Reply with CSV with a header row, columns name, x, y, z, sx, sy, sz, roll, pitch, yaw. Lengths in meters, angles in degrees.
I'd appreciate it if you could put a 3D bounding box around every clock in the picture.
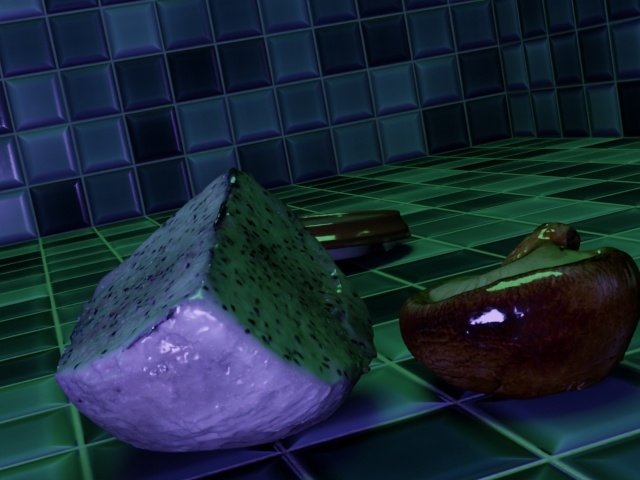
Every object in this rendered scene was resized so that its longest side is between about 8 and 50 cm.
name,x,y,z,sx,sy,sz,roll,pitch,yaw
clock,0.000,0.000,1.704,0.319,0.080,0.318,-7,5,1

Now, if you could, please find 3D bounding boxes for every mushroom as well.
name,x,y,z,sx,sy,sz,roll,pitch,yaw
mushroom,0.183,0.080,0.890,0.194,0.138,0.231,-32,8,-31

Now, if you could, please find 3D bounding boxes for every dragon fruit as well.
name,x,y,z,sx,sy,sz,roll,pitch,yaw
dragon fruit,-0.094,0.098,0.896,0.221,0.204,0.283,-37,19,16
